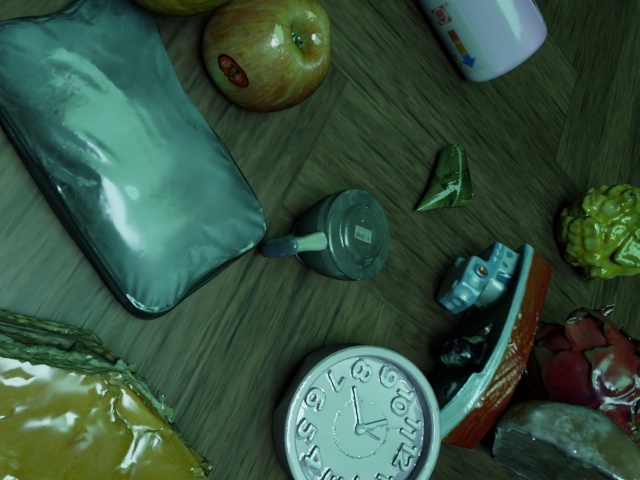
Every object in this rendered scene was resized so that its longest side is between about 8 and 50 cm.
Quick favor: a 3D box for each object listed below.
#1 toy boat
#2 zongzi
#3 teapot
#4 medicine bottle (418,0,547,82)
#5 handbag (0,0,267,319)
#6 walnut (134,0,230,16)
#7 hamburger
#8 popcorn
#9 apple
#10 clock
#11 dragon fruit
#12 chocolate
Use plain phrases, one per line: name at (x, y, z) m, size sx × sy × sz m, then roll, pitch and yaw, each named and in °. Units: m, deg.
toy boat at (0.221, 0.142, 0.786) m, size 0.133 × 0.145 × 0.332 m, roll 33°, pitch 62°, yaw -3°
zongzi at (0.187, -0.101, 0.845) m, size 0.113 × 0.052 × 0.104 m, roll -8°, pitch 82°, yaw -24°
teapot at (0.006, 0.007, 0.655) m, size 0.149 × 0.108 × 0.111 m, roll -45°, pitch 113°, yaw -36°
medicine bottle at (0.242, -0.398, 0.854) m, size 0.254 × 0.152 × 0.152 m, roll 51°, pitch 58°, yaw -21°
handbag at (-0.193, -0.093, 0.542) m, size 0.191 × 0.075 × 0.332 m, roll -38°, pitch 110°, yaw -30°
walnut at (-0.124, -0.277, 0.532) m, size 0.211 × 0.167 × 0.087 m, roll -69°, pitch 148°, yaw -46°
hamburger at (-0.216, 0.167, 0.445) m, size 0.282 × 0.155 × 0.245 m, roll 8°, pitch 87°, yaw -31°
popcorn at (0.574, -0.013, 1.044) m, size 0.218 × 0.169 × 0.189 m, roll -4°, pitch 85°, yaw -31°
apple at (-0.057, -0.225, 0.619) m, size 0.146 × 0.131 × 0.146 m, roll 4°, pitch 84°, yaw -40°
clock at (0.045, 0.225, 0.642) m, size 0.197 × 0.068 × 0.197 m, roll 3°, pitch 81°, yaw -18°
dragon fruit at (0.427, 0.213, 0.866) m, size 0.193 × 0.274 × 0.192 m, roll -17°, pitch 132°, yaw -32°
chocolate at (0.348, 0.303, 0.759) m, size 0.100 × 0.185 × 0.303 m, roll -59°, pitch 151°, yaw -24°
